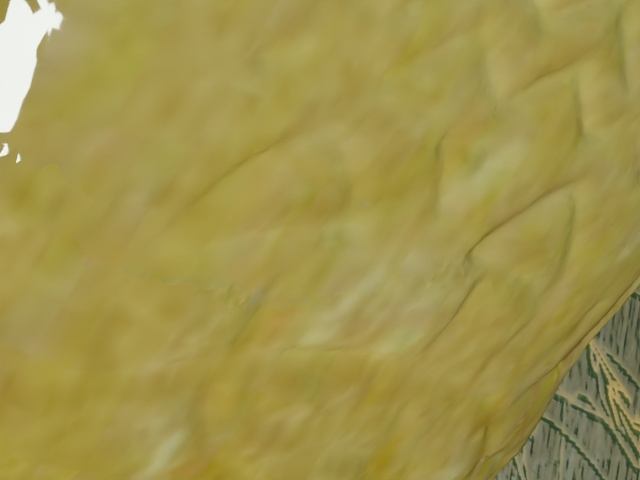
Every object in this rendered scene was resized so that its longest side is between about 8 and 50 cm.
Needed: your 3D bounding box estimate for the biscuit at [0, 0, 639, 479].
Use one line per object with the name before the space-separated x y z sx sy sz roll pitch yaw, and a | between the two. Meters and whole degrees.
biscuit | 0.001 0.001 0.504 0.385 0.062 0.365 5 124 -45
